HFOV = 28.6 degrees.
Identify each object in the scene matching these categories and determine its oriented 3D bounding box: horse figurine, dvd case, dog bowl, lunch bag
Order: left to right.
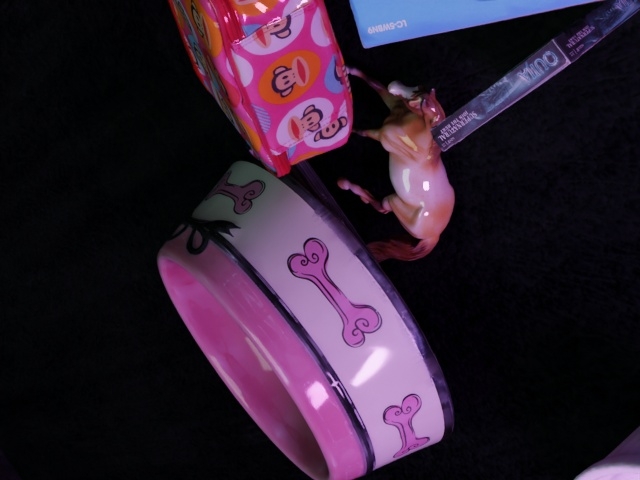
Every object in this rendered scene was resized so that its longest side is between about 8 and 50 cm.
[{"bbox_3d":[-0.082,-0.232,1.251,0.258,0.120,0.293,57,171,35],"label":"lunch bag"},{"bbox_3d":[-0.034,0.109,1.458,0.408,0.150,0.408,47,162,20],"label":"dog bowl"},{"bbox_3d":[0.000,0.000,1.458,0.164,0.018,0.221,56,163,11],"label":"dvd case"},{"bbox_3d":[0.082,-0.074,1.320,0.174,0.066,0.263,27,139,41],"label":"horse figurine"}]

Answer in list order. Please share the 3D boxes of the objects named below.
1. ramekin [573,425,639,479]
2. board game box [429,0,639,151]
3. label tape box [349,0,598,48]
[{"bbox_3d":[0.389,0.291,1.227,0.277,0.135,0.277,32,143,29],"label":"ramekin"},{"bbox_3d":[0.184,-0.147,1.069,0.026,0.126,0.186,53,148,-1],"label":"board game box"},{"bbox_3d":[0.101,-0.336,0.940,0.241,0.106,0.333,-7,118,28],"label":"label tape box"}]
